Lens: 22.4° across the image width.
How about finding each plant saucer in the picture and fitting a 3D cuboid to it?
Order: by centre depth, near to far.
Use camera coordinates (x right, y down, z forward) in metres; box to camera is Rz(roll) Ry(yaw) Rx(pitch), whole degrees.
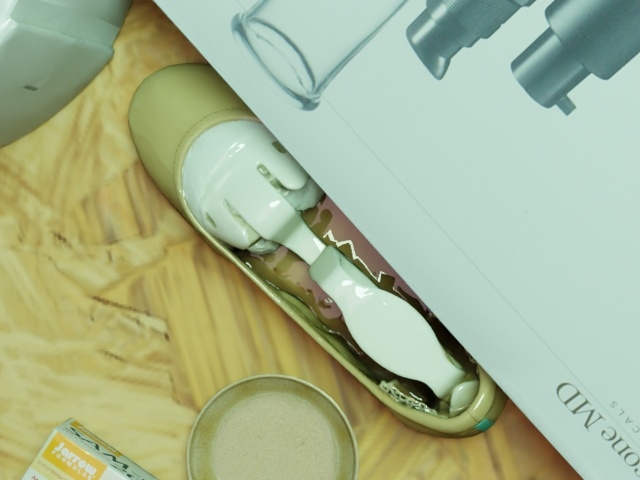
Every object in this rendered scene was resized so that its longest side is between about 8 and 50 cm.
[{"bbox_3d":[-0.022,0.105,0.778,0.083,0.015,0.083,0,93,7],"label":"plant saucer"}]

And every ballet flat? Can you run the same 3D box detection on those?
[{"bbox_3d":[0.000,0.000,0.742,0.232,0.073,0.080,42,96,4],"label":"ballet flat"}]

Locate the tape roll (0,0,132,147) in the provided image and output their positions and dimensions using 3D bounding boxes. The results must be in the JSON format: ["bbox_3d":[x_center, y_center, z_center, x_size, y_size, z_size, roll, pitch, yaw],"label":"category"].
[{"bbox_3d":[-0.212,-0.153,0.712,0.246,0.169,0.246,0,93,6],"label":"tape roll"}]

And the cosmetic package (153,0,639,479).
[{"bbox_3d":[0.135,-0.086,0.663,0.377,0.097,0.284,48,121,2],"label":"cosmetic package"}]

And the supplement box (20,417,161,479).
[{"bbox_3d":[-0.126,0.144,0.780,0.062,0.036,0.098,33,95,4],"label":"supplement box"}]
